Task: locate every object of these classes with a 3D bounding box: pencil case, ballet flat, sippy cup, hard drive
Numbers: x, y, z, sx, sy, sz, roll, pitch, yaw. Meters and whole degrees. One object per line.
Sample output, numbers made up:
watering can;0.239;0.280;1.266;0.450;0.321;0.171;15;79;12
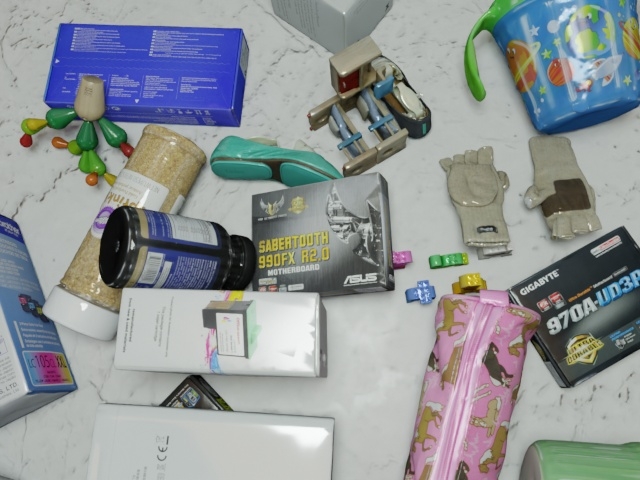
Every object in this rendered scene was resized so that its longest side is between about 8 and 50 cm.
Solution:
pencil case;0.201;0.264;0.795;0.160;0.167;0.386;23;75;-19
ballet flat;0.132;-0.273;0.988;0.074;0.074;0.203;-32;76;-4
ballet flat;-0.068;-0.141;0.967;0.247;0.083;0.087;10;63;5
sippy cup;0.413;-0.303;0.908;0.305;0.240;0.224;-16;85;39
hard drive;-0.161;0.366;0.802;0.352;0.047;0.233;2;76;5

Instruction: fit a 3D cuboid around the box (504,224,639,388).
box;0.431;0.105;0.882;0.220;0.051;0.175;-28;76;-2

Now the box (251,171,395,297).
box;0.000;0.000;0.901;0.231;0.056;0.183;-7;76;22

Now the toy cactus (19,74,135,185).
toy cactus;-0.413;-0.194;0.965;0.218;0.112;0.181;21;121;0

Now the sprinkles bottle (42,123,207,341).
sprinkles bottle;-0.321;-0.016;0.932;0.121;0.121;0.356;23;78;9

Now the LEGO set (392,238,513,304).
LEGO set;0.209;0.051;0.890;0.227;0.093;0.087;-8;76;2

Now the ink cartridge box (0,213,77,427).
ink cartridge box;-0.610;0.121;0.903;0.270;0.151;0.396;-26;77;-3

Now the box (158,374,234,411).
box;-0.218;0.379;0.857;0.216;0.060;0.270;43;83;13

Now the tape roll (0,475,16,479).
tape roll;-0.537;0.438;0.762;0.246;0.169;0.246;-15;49;18

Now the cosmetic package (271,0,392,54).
cosmetic package;0.019;-0.459;0.999;0.183;0.151;0.151;36;82;11

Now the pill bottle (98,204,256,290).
pill bottle;-0.215;0.023;0.863;0.219;0.122;0.123;11;72;-39

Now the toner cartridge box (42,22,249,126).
toner cartridge box;-0.315;-0.305;1.026;0.347;0.075;0.165;4;76;5

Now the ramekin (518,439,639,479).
ramekin;0.336;0.401;0.696;0.148;0.303;0.304;5;76;13

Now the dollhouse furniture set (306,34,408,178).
dollhouse furniture set;0.059;-0.208;0.918;0.129;0.184;0.129;-31;76;-4

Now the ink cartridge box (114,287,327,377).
ink cartridge box;-0.131;0.143;0.836;0.278;0.201;0.117;1;76;4

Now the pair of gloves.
pair of gloves;0.331;-0.080;0.924;0.240;0.042;0.204;-7;58;-2
